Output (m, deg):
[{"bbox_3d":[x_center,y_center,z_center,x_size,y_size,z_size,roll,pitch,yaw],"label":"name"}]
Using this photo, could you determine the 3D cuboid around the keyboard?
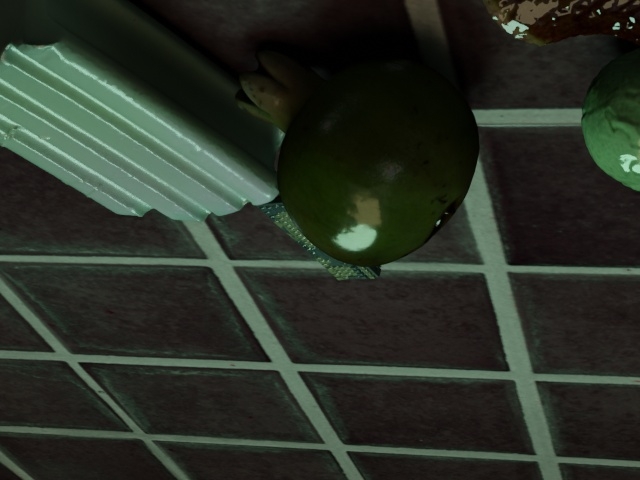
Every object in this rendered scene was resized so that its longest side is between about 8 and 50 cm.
[{"bbox_3d":[0.000,-0.001,1.568,0.055,0.014,0.176,-4,151,31],"label":"keyboard"}]

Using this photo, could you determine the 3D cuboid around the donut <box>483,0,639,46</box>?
[{"bbox_3d":[0.194,-0.193,1.004,0.186,0.126,0.144,24,143,-29],"label":"donut"}]

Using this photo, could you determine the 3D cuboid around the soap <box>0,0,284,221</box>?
[{"bbox_3d":[-0.183,-0.119,1.288,0.172,0.095,0.289,-15,146,38],"label":"soap"}]

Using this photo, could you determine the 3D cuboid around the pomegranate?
[{"bbox_3d":[0.028,-0.078,1.233,0.210,0.179,0.179,30,149,-15],"label":"pomegranate"}]

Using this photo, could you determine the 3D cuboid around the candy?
[{"bbox_3d":[0.415,-0.070,1.229,0.439,0.119,0.119,10,155,-20],"label":"candy"}]
